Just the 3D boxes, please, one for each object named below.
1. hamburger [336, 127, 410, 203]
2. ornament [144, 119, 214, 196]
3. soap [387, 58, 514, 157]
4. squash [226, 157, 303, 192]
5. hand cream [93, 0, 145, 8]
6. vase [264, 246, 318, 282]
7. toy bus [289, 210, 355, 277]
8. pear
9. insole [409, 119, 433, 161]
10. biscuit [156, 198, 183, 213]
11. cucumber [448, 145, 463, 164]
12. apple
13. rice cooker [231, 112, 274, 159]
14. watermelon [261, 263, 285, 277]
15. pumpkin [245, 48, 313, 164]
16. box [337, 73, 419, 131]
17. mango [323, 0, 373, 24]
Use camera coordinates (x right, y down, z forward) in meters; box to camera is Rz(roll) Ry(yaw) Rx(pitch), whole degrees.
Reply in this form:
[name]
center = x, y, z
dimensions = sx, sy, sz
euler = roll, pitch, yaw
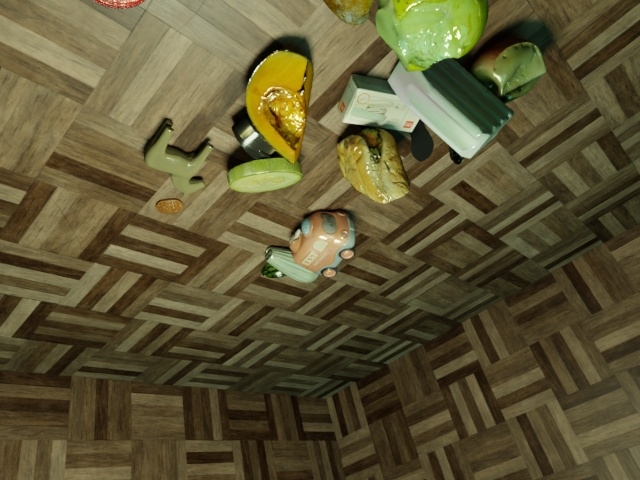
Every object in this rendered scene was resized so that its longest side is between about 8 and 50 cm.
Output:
[hamburger]
center = 0.166, -0.271, 1.541
dimensions = 0.162, 0.330, 0.209
euler = -24, 123, -8
[ornament]
center = -0.445, -0.243, 1.509
dimensions = 0.230, 0.061, 0.245
euler = 16, 133, -41
[soap]
center = 0.378, -0.420, 1.405
dimensions = 0.208, 0.347, 0.115
euler = -39, 170, -37
[squash]
center = -0.188, -0.210, 1.582
dimensions = 0.252, 0.048, 0.252
euler = -11, 172, -1
[hand cream]
center = -0.430, -0.595, 0.977
dimensions = 0.193, 0.125, 0.193
euler = -12, 147, -8
[vase]
center = -0.125, 0.098, 2.060
dimensions = 0.248, 0.128, 0.128
euler = 24, 129, -30
[toy bus]
center = 0.000, 0.000, 1.932
dimensions = 0.232, 0.194, 0.287
euler = 19, 134, -23
[pear]
center = 0.278, -0.588, 1.155
dimensions = 0.287, 0.176, 0.282
euler = -19, 146, 5
[insole]
center = 0.357, -0.369, 1.707
dimensions = 0.086, 0.005, 0.253
euler = -24, 145, 9
[biscuit]
center = -0.535, -0.118, 1.684
dimensions = 0.091, 0.015, 0.078
euler = -9, 144, -10
[cucumber]
center = 0.496, -0.351, 1.750
dimensions = 0.053, 0.053, 0.181
euler = -23, 144, 10
[apple]
center = 0.564, -0.513, 1.451
dimensions = 0.188, 0.174, 0.207
euler = -40, 141, -12
[rice cooker]
center = -0.196, -0.319, 1.461
dimensions = 0.106, 0.112, 0.165
euler = -42, 144, 23
[watermelon]
center = -0.187, 0.139, 2.133
dimensions = 0.163, 0.069, 0.087
euler = -11, 144, -4
[pumpkin]
center = -0.120, -0.397, 1.383
dimensions = 0.169, 0.148, 0.312
euler = 12, 115, 5
[box]
center = 0.201, -0.430, 1.495
dimensions = 0.270, 0.079, 0.135
euler = 2, 142, -24
[mango]
center = 0.071, -0.645, 1.082
dimensions = 0.193, 0.146, 0.316
euler = 13, 151, 9
